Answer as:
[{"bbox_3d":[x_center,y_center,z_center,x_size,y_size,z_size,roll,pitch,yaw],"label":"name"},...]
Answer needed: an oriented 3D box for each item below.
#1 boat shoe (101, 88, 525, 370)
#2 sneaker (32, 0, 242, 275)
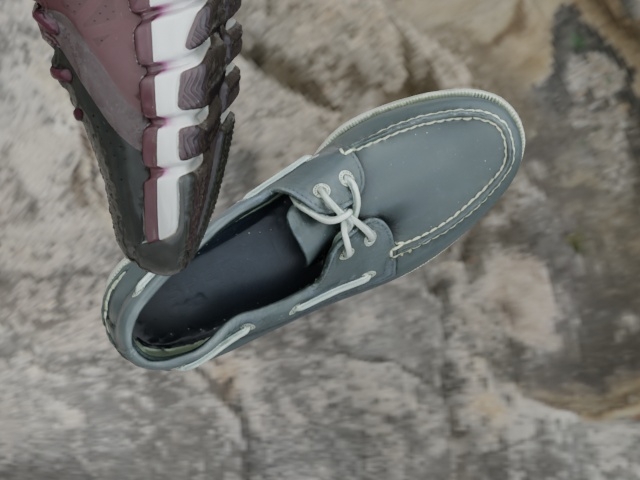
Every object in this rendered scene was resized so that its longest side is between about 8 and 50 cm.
[{"bbox_3d":[0.000,0.000,1.144,0.319,0.099,0.116,-26,103,1],"label":"boat shoe"},{"bbox_3d":[-0.123,-0.126,0.778,0.163,0.106,0.281,4,104,7],"label":"sneaker"}]
